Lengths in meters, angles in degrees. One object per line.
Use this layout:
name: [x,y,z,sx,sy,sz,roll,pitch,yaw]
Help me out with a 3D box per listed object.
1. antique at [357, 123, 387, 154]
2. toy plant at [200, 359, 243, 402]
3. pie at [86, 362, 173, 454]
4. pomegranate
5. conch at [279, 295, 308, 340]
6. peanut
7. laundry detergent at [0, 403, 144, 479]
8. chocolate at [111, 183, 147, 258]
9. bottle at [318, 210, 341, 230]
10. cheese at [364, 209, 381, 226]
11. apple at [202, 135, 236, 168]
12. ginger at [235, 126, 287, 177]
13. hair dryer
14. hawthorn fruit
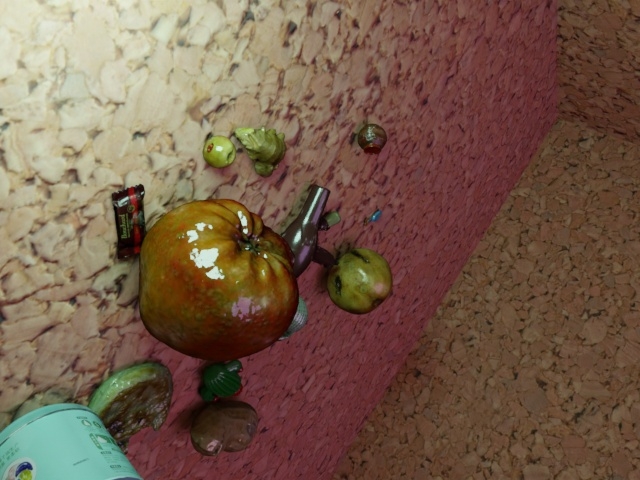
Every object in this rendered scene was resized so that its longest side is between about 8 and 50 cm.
antique: [0.173,-0.341,1.827,0.104,0.104,0.104,-36,143,-34]
toy plant: [-0.325,0.476,1.814,0.155,0.088,0.240,-24,147,-28]
pie: [-0.525,0.467,1.523,0.303,0.067,0.302,-35,143,-33]
pomegranate: [0.148,0.155,2.085,0.260,0.260,0.260,-36,143,-34]
conch: [-0.140,0.233,1.831,0.172,0.131,0.200,-39,109,7]
peanut: [-0.332,0.636,1.868,0.340,0.159,0.174,27,55,-56]
laundry detergent: [-0.589,0.548,1.243,0.287,0.305,0.287,-30,137,-33]
chocolate: [-0.432,-0.041,1.254,0.086,0.028,0.182,-23,136,-42]
bottle: [0.021,-0.066,1.896,0.101,0.047,0.063,-29,99,-35]
cheese: [0.211,-0.089,2.182,0.111,0.017,0.047,-31,136,-40]
apple: [-0.245,-0.214,1.338,0.084,0.071,0.083,-38,145,-33]
ginger: [-0.143,-0.247,1.454,0.115,0.081,0.205,-24,155,2]
hair dryer: [0.000,0.000,1.835,0.340,0.123,0.312,25,91,-58]
hawthorn fruit: [-0.265,0.109,1.325,0.403,0.403,0.402,-36,143,-34]
